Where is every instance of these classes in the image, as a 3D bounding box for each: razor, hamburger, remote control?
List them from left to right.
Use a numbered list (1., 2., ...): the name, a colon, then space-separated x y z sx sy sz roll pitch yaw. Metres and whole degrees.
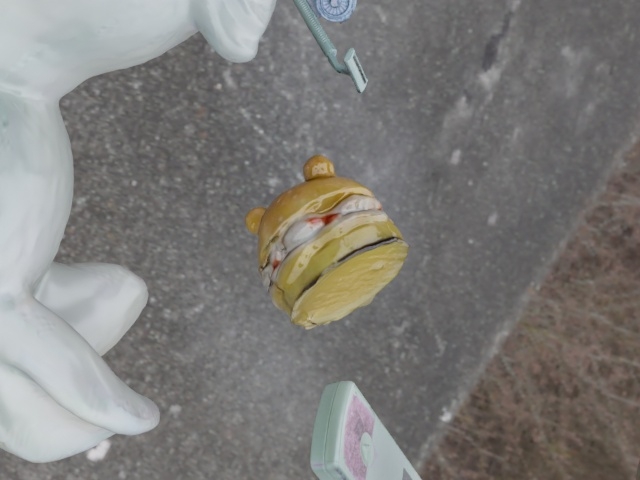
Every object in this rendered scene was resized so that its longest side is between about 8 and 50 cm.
1. razor: -0.003 -0.302 1.457 0.036 0.211 0.084 -34 152 0
2. hamburger: 0.000 0.000 1.829 0.276 0.236 0.276 -29 157 -13
3. remote control: 0.081 0.348 1.472 0.344 0.050 0.145 58 32 -38

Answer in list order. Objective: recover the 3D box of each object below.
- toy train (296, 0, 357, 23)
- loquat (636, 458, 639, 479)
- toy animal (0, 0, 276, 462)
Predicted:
1. toy train: 0.067 -0.494 1.673 0.202 0.300 0.131 59 15 -15
2. loquat: 0.425 0.268 1.089 0.179 0.179 0.227 17 85 -54
3. toy animal: -0.155 -0.066 0.482 0.247 0.183 0.309 19 94 -20
